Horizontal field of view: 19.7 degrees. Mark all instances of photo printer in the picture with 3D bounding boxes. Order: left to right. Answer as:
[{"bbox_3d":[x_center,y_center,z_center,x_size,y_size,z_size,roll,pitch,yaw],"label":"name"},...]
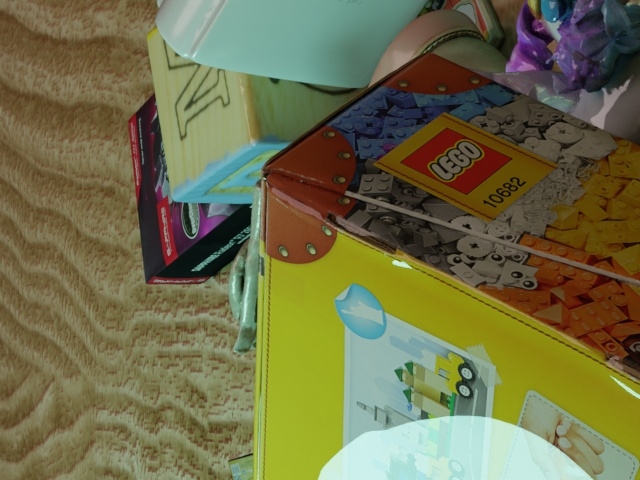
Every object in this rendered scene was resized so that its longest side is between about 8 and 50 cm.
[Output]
[{"bbox_3d":[0.017,-0.294,1.745,0.307,0.256,0.107,-55,50,29],"label":"photo printer"}]

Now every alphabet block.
[{"bbox_3d":[-0.055,-0.160,1.974,0.193,0.192,0.197,-28,67,51],"label":"alphabet block"}]

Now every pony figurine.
[{"bbox_3d":[0.206,-0.066,1.422,0.351,0.303,0.363,-57,40,14],"label":"pony figurine"}]

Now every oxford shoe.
[{"bbox_3d":[0.091,-0.017,1.765,0.146,0.140,0.397,48,137,38],"label":"oxford shoe"}]

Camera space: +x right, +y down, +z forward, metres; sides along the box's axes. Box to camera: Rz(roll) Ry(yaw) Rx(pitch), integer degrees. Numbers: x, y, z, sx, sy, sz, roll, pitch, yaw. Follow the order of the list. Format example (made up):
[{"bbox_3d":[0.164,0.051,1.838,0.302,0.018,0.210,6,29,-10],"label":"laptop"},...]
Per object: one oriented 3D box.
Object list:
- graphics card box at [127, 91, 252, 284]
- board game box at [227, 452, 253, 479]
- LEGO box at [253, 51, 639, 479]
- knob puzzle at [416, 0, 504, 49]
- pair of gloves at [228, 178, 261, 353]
[{"bbox_3d":[-0.128,-0.102,2.260,0.371,0.094,0.233,-33,61,59],"label":"graphics card box"},{"bbox_3d":[-0.015,0.304,2.042,0.243,0.042,0.165,-25,81,61],"label":"board game box"},{"bbox_3d":[0.150,0.180,1.281,0.372,0.193,0.500,28,134,28],"label":"LEGO box"},{"bbox_3d":[0.108,-0.214,1.847,0.213,0.030,0.213,180,90,-65],"label":"knob puzzle"},{"bbox_3d":[0.000,0.000,1.859,0.042,0.240,0.204,32,123,26],"label":"pair of gloves"}]
